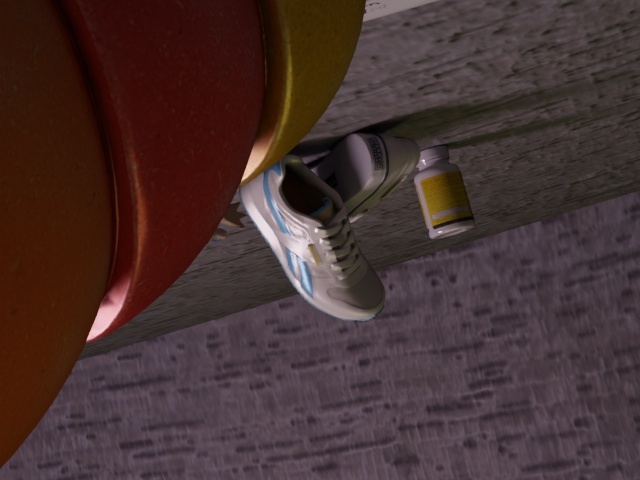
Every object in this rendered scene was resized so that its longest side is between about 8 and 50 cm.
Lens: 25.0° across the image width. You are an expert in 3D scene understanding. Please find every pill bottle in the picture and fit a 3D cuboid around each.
[{"bbox_3d":[0.162,-0.065,1.934,0.065,0.116,0.065,-15,173,-2],"label":"pill bottle"}]

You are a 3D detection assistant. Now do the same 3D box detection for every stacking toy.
[{"bbox_3d":[-0.103,-0.114,0.625,0.480,0.350,0.351,-34,-176,-34],"label":"stacking toy"}]

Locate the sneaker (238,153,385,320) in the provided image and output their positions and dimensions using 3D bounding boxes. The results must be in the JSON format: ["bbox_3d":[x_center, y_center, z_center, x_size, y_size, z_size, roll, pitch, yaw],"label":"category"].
[{"bbox_3d":[0.000,0.000,1.690,0.087,0.228,0.092,-45,-170,-33],"label":"sneaker"}]

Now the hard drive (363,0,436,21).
[{"bbox_3d":[-0.035,-0.175,0.975,0.319,0.040,0.210,-16,173,1],"label":"hard drive"}]

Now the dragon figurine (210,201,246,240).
[{"bbox_3d":[-0.184,-0.029,1.600,0.289,0.085,0.144,-8,170,-45],"label":"dragon figurine"}]

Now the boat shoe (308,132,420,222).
[{"bbox_3d":[0.031,-0.067,1.775,0.088,0.096,0.267,-6,161,-30],"label":"boat shoe"}]
